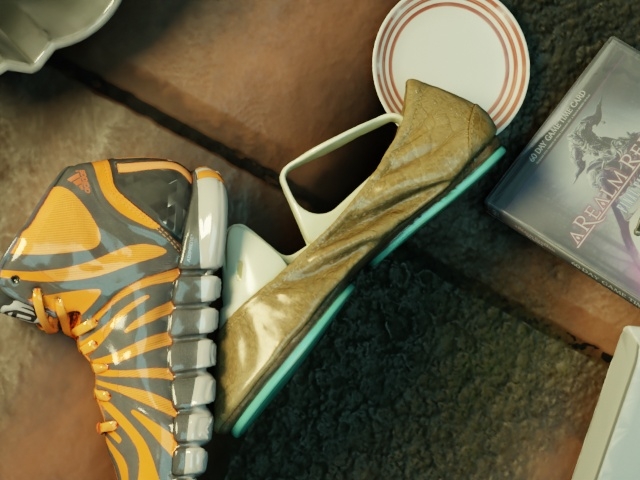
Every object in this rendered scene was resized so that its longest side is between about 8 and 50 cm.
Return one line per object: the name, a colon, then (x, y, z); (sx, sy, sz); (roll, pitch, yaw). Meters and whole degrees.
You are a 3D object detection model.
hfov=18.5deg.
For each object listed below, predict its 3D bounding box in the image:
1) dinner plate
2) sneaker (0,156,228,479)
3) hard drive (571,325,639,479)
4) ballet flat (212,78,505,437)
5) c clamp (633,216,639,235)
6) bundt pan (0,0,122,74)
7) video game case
dinner plate: (0.110, -0.148, 1.669); (0.141, 0.017, 0.141); (-1, 92, -15)
sneaker: (-0.176, 0.092, 1.553); (0.180, 0.124, 0.321); (5, 79, -11)
hard drive: (0.396, 0.198, 1.693); (0.353, 0.047, 0.233); (7, 116, -15)
ballet flat: (0.000, 0.000, 1.595); (0.124, 0.116, 0.342); (43, 84, 2)
c clamp: (0.349, -0.045, 1.622); (0.160, 0.022, 0.137); (11, 62, 10)
bundt pan: (-0.273, -0.285, 1.456); (0.331, 0.124, 0.331); (-19, 127, -28)
video game case: (0.303, -0.030, 1.641); (0.274, 0.026, 0.196); (34, 72, 16)
